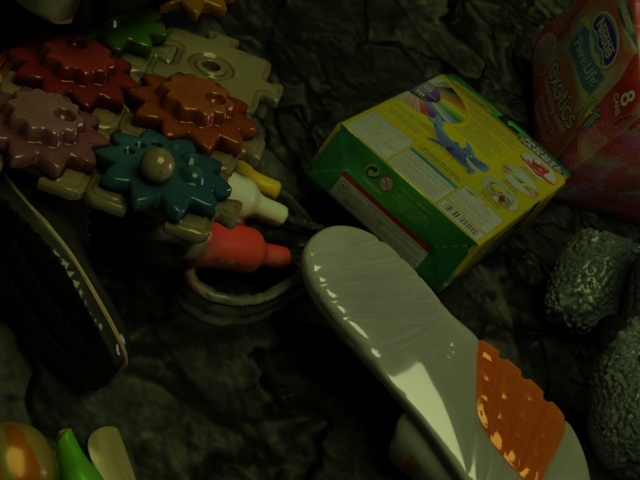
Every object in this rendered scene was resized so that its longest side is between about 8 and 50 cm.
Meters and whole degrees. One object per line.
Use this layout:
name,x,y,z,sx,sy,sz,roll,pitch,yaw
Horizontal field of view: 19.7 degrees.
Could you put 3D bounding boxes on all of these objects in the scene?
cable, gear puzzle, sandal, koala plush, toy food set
cable,0.000,0.000,1.244,0.287,0.072,0.139,9,47,-27
gear puzzle,-0.109,-0.123,1.226,0.175,0.044,0.339,20,33,-3
sandal,0.074,0.104,1.218,0.265,0.076,0.102,50,50,1
koala plush,0.255,0.095,1.276,0.203,0.196,0.221,50,42,-9
toy food set,-0.173,0.165,1.042,0.192,0.038,0.132,-8,65,-37

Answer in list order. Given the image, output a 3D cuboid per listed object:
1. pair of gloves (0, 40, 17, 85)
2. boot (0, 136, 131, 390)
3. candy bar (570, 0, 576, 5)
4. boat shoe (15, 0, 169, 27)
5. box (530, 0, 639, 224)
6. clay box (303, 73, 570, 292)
pair of gloves,-0.241,-0.120,1.216,0.083,0.010,0.074,28,48,-13
boot,-0.150,-0.012,1.163,0.137,0.077,0.198,-25,76,-47
candy bar,0.224,-0.186,1.562,0.040,0.018,0.161,36,47,-7
boat shoe,-0.212,-0.265,1.252,0.340,0.127,0.158,43,30,19
box,0.329,-0.091,1.471,0.300,0.142,0.154,16,60,-24
clay box,0.091,-0.049,1.316,0.127,0.053,0.222,42,27,10
